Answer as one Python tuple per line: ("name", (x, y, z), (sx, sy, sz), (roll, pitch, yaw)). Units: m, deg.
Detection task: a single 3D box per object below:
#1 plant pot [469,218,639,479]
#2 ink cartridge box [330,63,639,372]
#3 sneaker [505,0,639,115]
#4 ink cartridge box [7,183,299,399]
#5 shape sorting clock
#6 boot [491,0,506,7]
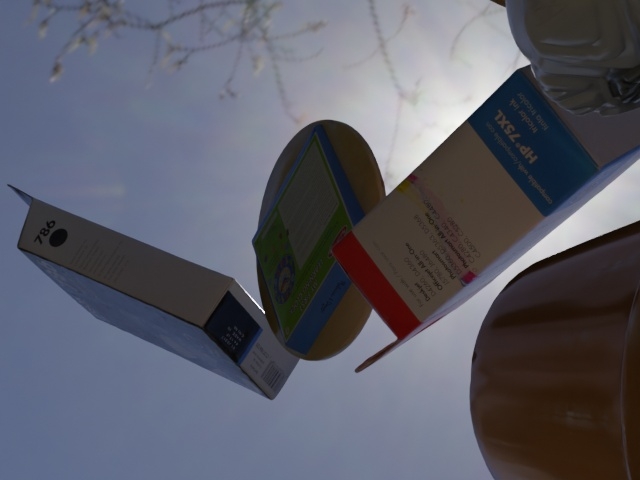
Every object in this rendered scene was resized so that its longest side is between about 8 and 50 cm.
("plant pot", (0.169, 0.064, 0.602), (0.205, 0.205, 0.188), (55, -28, -17))
("ink cartridge box", (0.101, -0.021, 0.918), (0.078, 0.134, 0.231), (53, -54, 9))
("sneaker", (0.119, -0.111, 0.435), (0.090, 0.232, 0.115), (-26, -92, 45))
("ink cartridge box", (-0.189, 0.051, 1.485), (0.333, 0.065, 0.165), (21, -19, 36))
("shape sorting clock", (0.000, 0.000, 1.236), (0.040, 0.206, 0.206), (8, -39, -28))
("boot", (0.204, -0.224, 0.784), (0.283, 0.109, 0.220), (11, -50, 22))
